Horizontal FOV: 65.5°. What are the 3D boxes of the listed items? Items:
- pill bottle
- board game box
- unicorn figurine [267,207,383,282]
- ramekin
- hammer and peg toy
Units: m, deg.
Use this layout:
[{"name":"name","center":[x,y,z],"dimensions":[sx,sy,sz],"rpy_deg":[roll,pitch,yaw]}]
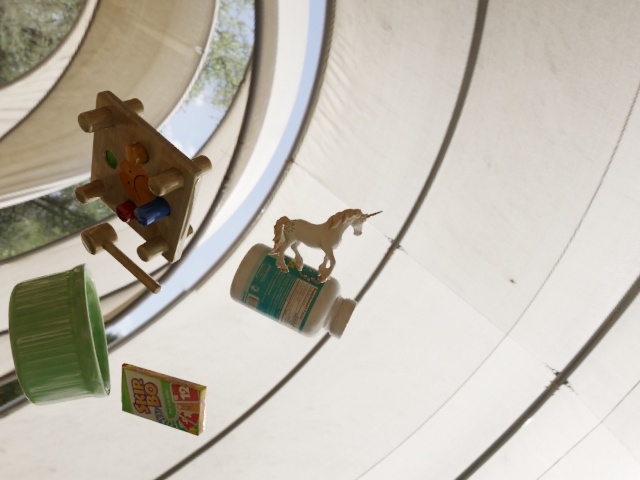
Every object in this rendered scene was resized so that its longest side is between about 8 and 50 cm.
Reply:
[{"name":"pill bottle","center":[-0.056,0.120,1.102],"dimensions":[0.264,0.146,0.146],"rpy_deg":[26,-71,5]},{"name":"board game box","center":[-0.408,0.398,1.260],"dimensions":[0.259,0.039,0.124],"rpy_deg":[10,-78,21]},{"name":"unicorn figurine","center":[0.000,0.000,0.721],"dimensions":[0.161,0.060,0.111],"rpy_deg":[10,-80,8]},{"name":"ramekin","center":[-0.569,0.211,1.099],"dimensions":[0.303,0.148,0.303],"rpy_deg":[170,-90,-70]},{"name":"hammer and peg toy","center":[-0.356,-0.075,0.985],"dimensions":[0.266,0.127,0.361],"rpy_deg":[39,-47,12]}]
